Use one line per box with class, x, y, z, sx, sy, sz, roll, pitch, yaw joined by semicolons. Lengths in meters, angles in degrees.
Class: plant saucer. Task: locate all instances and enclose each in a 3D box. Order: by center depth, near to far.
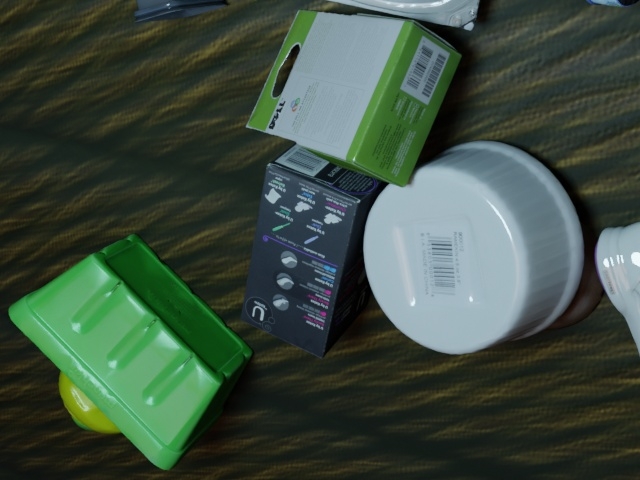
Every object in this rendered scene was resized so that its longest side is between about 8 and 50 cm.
plant saucer;0.288;0.043;1.454;0.199;0.036;0.198;13;120;23

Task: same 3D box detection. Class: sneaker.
sneaker;0.466;0.108;1.336;0.152;0.114;0.305;-22;103;37

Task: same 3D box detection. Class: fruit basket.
fruit basket;-0.344;0.219;1.786;0.392;0.283;0.392;4;104;15

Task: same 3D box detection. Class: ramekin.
ramekin;0.188;0.015;1.392;0.277;0.135;0.277;12;109;37

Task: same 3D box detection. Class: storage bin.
storage bin;-0.207;-0.356;1.474;0.098;0.135;0.091;-7;100;33

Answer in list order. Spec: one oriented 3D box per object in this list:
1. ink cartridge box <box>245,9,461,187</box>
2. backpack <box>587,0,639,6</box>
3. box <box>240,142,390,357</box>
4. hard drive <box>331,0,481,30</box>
ink cartridge box;0.036;-0.195;1.392;0.255;0.097;0.188;24;90;52
backpack;0.328;-0.324;1.198;0.084;0.105;0.114;13;124;50
box;0.000;0.000;1.514;0.143;0.165;0.270;23;124;17
hard drive;0.106;-0.434;1.251;0.237;0.064;0.339;14;121;4
